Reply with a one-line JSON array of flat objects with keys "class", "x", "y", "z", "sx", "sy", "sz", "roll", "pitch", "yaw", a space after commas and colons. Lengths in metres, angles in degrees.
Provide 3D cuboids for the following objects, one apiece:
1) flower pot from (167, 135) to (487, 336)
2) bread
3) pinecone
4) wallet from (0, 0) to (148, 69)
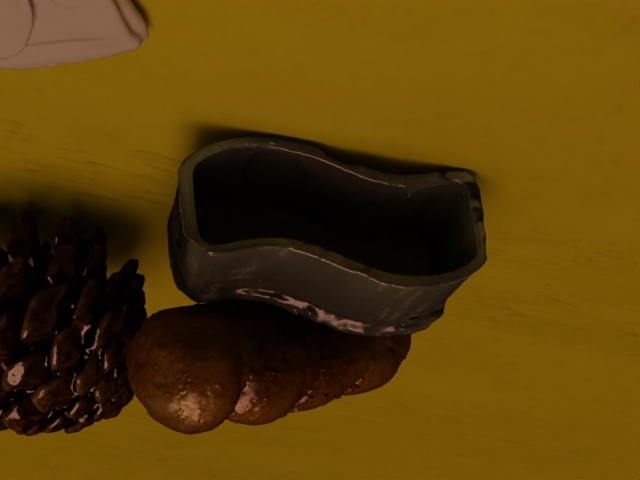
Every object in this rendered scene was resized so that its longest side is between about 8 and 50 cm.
[{"class": "flower pot", "x": 0.000, "y": 0.000, "z": 1.086, "sx": 0.229, "sy": 0.103, "sz": 0.108, "roll": 9, "pitch": 153, "yaw": -10}, {"class": "bread", "x": -0.017, "y": 0.081, "z": 1.189, "sx": 0.344, "sy": 0.124, "sz": 0.084, "roll": -8, "pitch": 132, "yaw": -49}, {"class": "pinecone", "x": -0.238, "y": 0.068, "z": 1.170, "sx": 0.204, "sy": 0.179, "sz": 0.184, "roll": 8, "pitch": 112, "yaw": 4}, {"class": "wallet", "x": -0.189, "y": -0.159, "z": 0.883, "sx": 0.124, "sy": 0.032, "sz": 0.183, "roll": -6, "pitch": 150, "yaw": 14}]
